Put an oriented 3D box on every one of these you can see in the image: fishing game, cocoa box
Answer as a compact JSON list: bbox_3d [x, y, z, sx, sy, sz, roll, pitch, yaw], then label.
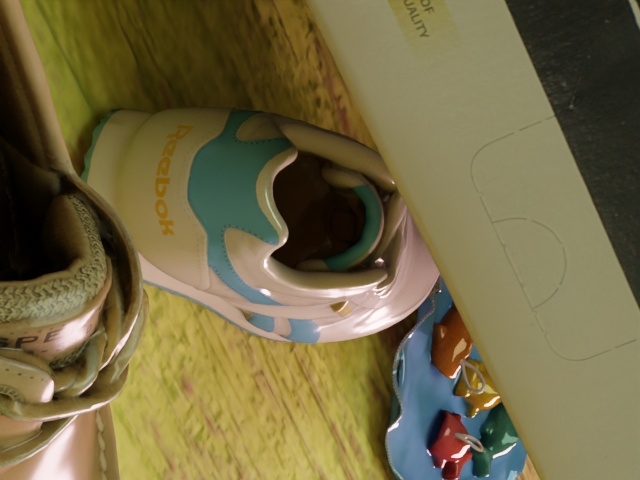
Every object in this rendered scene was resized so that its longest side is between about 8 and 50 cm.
[{"bbox_3d":[0.093,0.066,0.992,0.189,0.041,0.264,41,64,-55],"label":"fishing game"},{"bbox_3d":[0.136,-0.077,0.741,0.231,0.228,0.347,-100,165,-63],"label":"cocoa box"}]

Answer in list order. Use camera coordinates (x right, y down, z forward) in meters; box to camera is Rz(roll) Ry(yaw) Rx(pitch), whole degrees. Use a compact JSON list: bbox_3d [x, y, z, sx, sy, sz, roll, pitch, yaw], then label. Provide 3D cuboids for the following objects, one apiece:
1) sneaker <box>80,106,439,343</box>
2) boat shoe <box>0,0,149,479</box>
[{"bbox_3d":[0.000,0.000,0.796,0.229,0.092,0.087,13,83,-58],"label":"sneaker"},{"bbox_3d":[-0.119,0.026,0.600,0.121,0.110,0.341,-49,134,-41],"label":"boat shoe"}]
